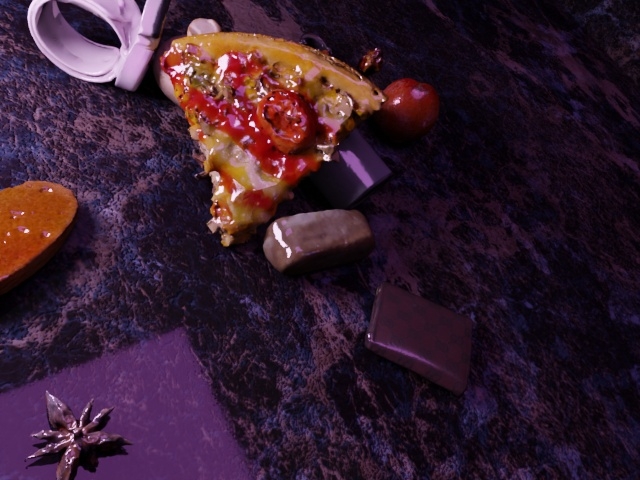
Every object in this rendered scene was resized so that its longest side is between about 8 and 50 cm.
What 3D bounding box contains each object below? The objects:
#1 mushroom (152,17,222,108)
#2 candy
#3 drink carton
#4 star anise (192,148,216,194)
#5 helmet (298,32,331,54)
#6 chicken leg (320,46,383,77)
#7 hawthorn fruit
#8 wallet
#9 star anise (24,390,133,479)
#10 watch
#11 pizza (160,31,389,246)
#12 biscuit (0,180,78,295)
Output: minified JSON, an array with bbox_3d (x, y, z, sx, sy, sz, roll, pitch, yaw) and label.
[{"bbox_3d":[-0.258,-0.383,1.112,0.206,0.209,0.206,3,36,-2],"label":"mushroom"},{"bbox_3d":[0.000,0.000,1.034,0.233,0.102,0.104,-13,65,-31],"label":"candy"},{"bbox_3d":[0.042,-0.170,1.130,0.185,0.191,0.190,-31,82,-41],"label":"drink carton"},{"bbox_3d":[-0.206,-0.143,1.063,0.141,0.042,0.141,16,51,-21],"label":"star anise"},{"bbox_3d":[-0.022,-0.499,1.393,0.098,0.070,0.123,9,47,-30],"label":"helmet"},{"bbox_3d":[0.039,-0.368,1.192,0.095,0.158,0.407,-6,17,-21],"label":"chicken leg"},{"bbox_3d":[0.229,-0.347,1.354,0.172,0.173,0.173,14,53,-19],"label":"hawthorn fruit"},{"bbox_3d":[0.203,0.193,1.044,0.229,0.049,0.182,27,50,-7],"label":"wallet"},{"bbox_3d":[-0.341,0.260,0.699,0.124,0.056,0.129,-29,75,-38],"label":"star anise"},{"bbox_3d":[-0.434,-0.449,1.024,0.231,0.244,0.196,24,50,-19],"label":"watch"},{"bbox_3d":[-0.105,-0.182,0.967,0.439,0.130,0.407,11,87,-4],"label":"pizza"},{"bbox_3d":[-0.554,-0.035,0.799,0.277,0.052,0.262,29,44,-6],"label":"biscuit"}]
